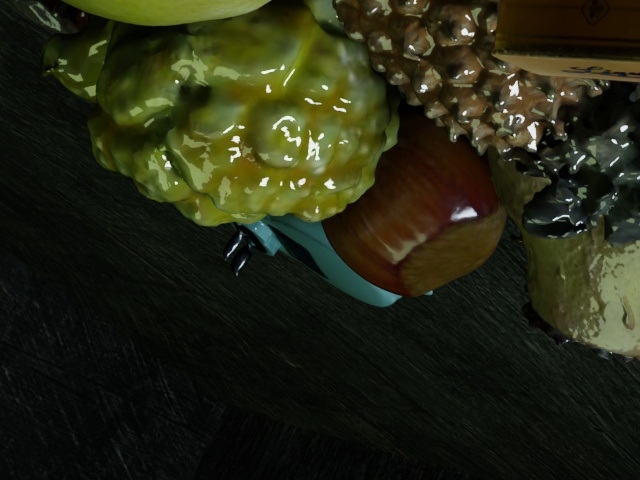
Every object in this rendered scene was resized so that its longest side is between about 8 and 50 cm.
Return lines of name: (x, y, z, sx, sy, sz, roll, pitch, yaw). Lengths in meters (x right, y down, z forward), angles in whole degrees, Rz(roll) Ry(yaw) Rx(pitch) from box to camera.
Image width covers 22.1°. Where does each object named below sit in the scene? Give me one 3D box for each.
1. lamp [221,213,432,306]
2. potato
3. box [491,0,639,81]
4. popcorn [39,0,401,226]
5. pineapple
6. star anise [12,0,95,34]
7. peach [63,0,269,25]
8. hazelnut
lamp: (0.005, -0.010, 2.100, 0.284, 0.147, 0.209, 9, 157, 21)
potato: (0.286, -0.071, 1.396, 0.289, 0.301, 0.237, 1, 133, 3)
box: (0.201, -0.220, 1.025, 0.152, 0.237, 0.070, 9, -179, 42)
popcorn: (-0.089, -0.142, 1.586, 0.335, 0.279, 0.274, -10, 139, -14)
pineapple: (0.171, -0.119, 1.226, 0.357, 0.223, 0.223, 55, 159, -3)
star anise: (-0.244, -0.256, 1.801, 0.257, 0.110, 0.198, 22, 180, 35)
peach: (-0.112, -0.298, 1.137, 0.316, 0.281, 0.314, 10, 141, 49)
hazelnut: (0.109, -0.046, 1.832, 0.186, 0.210, 0.210, 8, 174, -31)
